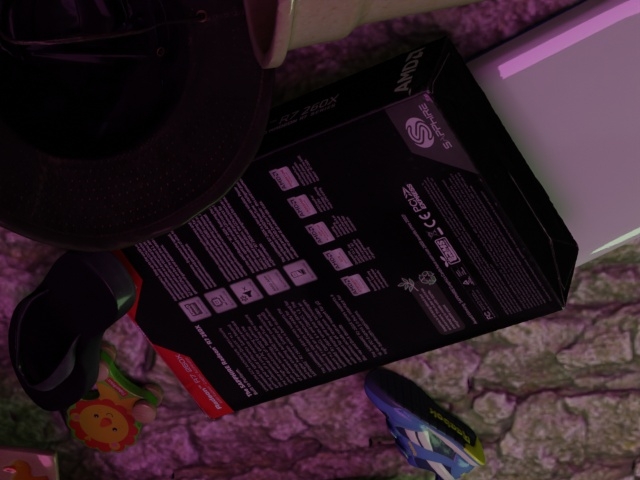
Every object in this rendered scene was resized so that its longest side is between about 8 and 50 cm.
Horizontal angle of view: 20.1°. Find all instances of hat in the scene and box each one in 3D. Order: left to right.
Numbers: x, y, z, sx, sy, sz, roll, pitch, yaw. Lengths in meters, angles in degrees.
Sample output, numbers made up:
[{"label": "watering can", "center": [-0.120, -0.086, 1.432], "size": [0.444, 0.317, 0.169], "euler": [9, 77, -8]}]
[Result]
[{"label": "hat", "center": [-0.201, -0.152, 1.433], "size": [0.331, 0.134, 0.331], "euler": [2, 85, -18]}]

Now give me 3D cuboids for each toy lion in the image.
[{"label": "toy lion", "center": [-0.204, 0.154, 1.696], "size": [0.096, 0.034, 0.100], "euler": [-34, 113, 28]}]

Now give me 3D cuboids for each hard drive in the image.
[{"label": "hard drive", "center": [0.177, -0.066, 1.542], "size": [0.319, 0.040, 0.210], "euler": [-27, 115, 17]}]

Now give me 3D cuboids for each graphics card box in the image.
[{"label": "graphics card box", "center": [0.000, 0.000, 1.514], "size": [0.371, 0.094, 0.233], "euler": [-20, 117, 31]}]

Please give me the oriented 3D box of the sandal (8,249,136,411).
[{"label": "sandal", "center": [-0.234, 0.079, 1.582], "size": [0.097, 0.054, 0.254], "euler": [44, 145, 8]}]

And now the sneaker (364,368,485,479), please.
[{"label": "sneaker", "center": [0.087, 0.177, 1.680], "size": [0.144, 0.053, 0.059], "euler": [41, 116, -18]}]

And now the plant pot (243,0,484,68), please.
[{"label": "plant pot", "center": [0.100, -0.298, 1.280], "size": [0.305, 0.334, 0.333], "euler": [-4, 120, -8]}]

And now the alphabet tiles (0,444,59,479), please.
[{"label": "alphabet tiles", "center": [-0.375, 0.271, 1.687], "size": [0.285, 0.011, 0.342], "euler": [6, 122, 9]}]
